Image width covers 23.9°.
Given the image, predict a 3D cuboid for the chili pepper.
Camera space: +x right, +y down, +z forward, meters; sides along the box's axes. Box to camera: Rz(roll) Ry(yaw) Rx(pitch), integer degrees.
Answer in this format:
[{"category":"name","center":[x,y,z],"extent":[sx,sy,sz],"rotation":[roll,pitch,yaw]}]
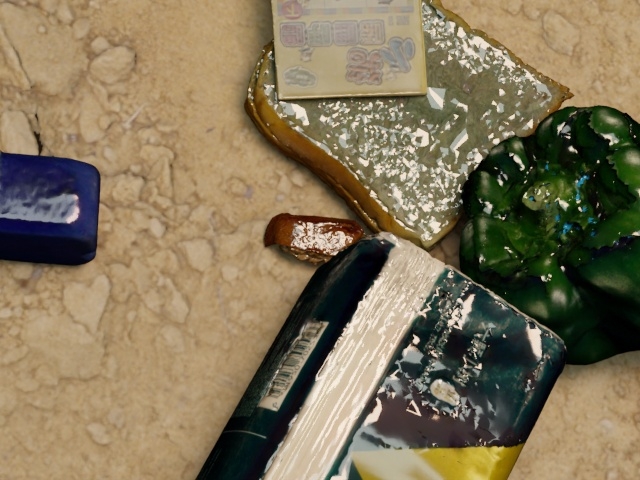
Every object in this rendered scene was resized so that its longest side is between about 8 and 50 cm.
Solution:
[{"category":"chili pepper","center":[0.291,0.004,1.620],"extent":[0.248,0.257,0.233],"rotation":[-12,52,27]}]

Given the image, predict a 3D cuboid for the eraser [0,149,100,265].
[{"category":"eraser","center":[-0.397,-0.042,1.581],"extent":[0.332,0.155,0.102],"rotation":[4,75,-8]}]

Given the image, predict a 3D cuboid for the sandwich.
[{"category":"sandwich","center":[0.087,-0.162,1.715],"extent":[0.301,0.099,0.271],"rotation":[41,75,1]}]

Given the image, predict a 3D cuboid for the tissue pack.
[{"category":"tissue pack","center":[0.027,0.231,1.523],"extent":[0.253,0.264,0.417],"rotation":[33,74,-8]}]

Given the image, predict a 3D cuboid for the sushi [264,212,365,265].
[{"category":"sushi","center":[0.000,0.000,1.687],"extent":[0.120,0.052,0.055],"rotation":[4,94,-11]}]

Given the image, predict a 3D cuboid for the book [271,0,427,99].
[{"category":"book","center":[0.030,-0.250,1.673],"extent":[0.168,0.013,0.192],"rotation":[-3,79,-5]}]
